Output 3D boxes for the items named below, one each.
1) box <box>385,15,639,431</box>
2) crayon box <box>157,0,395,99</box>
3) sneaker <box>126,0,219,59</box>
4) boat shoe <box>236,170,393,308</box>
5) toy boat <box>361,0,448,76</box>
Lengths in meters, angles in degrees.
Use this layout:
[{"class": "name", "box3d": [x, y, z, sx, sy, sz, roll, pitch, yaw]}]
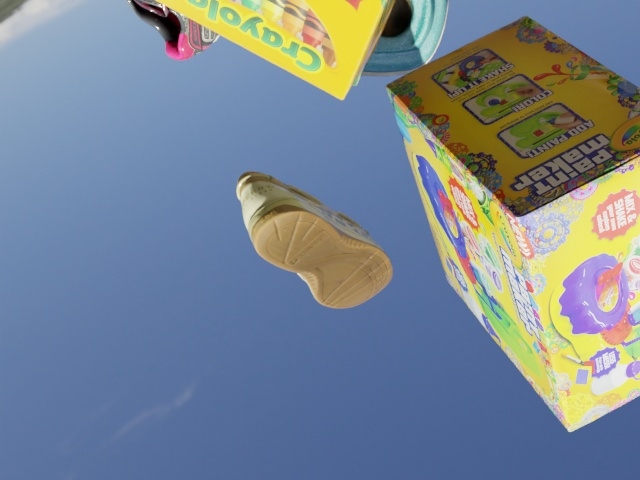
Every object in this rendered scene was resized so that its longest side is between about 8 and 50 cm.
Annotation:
[{"class": "box", "box3d": [0.231, -0.024, 0.951, 0.177, 0.290, 0.279, -27, -143, -5]}, {"class": "crayon box", "box3d": [-0.024, -0.250, 0.780, 0.081, 0.202, 0.318, -61, 177, -33]}, {"class": "sneaker", "box3d": [-0.242, -0.382, 1.274, 0.121, 0.299, 0.112, -11, -142, 56]}, {"class": "boat shoe", "box3d": [0.000, 0.000, 1.127, 0.104, 0.285, 0.089, -37, -123, 8]}, {"class": "toy boat", "box3d": [0.061, -0.378, 1.252, 0.267, 0.318, 0.148, 3, -164, -16]}]
